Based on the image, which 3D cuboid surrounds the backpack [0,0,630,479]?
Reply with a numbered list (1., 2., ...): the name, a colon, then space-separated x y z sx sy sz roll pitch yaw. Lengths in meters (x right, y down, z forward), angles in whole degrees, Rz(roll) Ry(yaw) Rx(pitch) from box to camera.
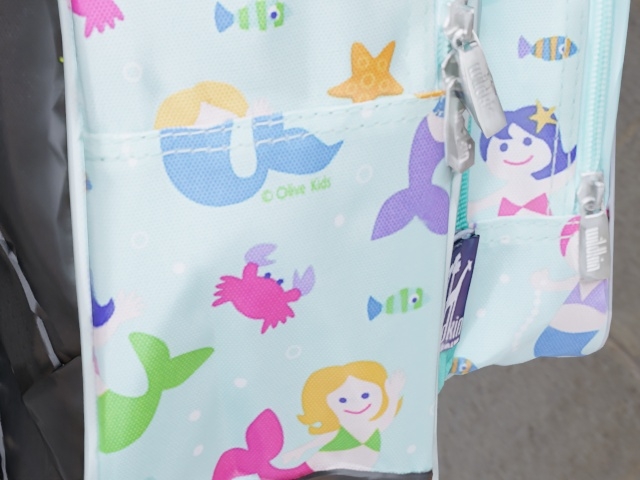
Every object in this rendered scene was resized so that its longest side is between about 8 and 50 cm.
1. backpack: -0.034 -0.070 0.408 0.191 0.225 0.253 -17 120 -15
